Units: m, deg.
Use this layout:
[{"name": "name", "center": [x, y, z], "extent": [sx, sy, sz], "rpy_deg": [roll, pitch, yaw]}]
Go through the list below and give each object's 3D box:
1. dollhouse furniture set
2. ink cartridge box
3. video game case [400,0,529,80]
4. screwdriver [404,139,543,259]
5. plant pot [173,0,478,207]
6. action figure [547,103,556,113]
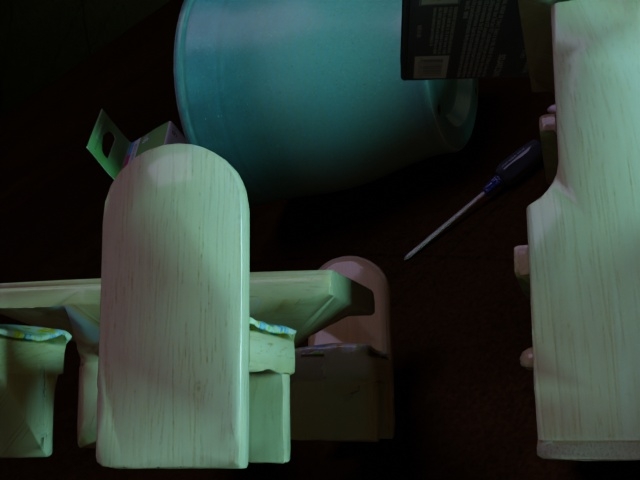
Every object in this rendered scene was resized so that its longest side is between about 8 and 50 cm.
[{"name": "dollhouse furniture set", "center": [0.000, 0.000, 0.588], "extent": [0.394, 0.362, 0.256], "rpy_deg": [-3, 80, 15]}, {"name": "ink cartridge box", "center": [-0.174, -0.067, 1.105], "extent": [0.062, 0.209, 0.109], "rpy_deg": [-29, 29, 16]}, {"name": "video game case", "center": [0.188, -0.143, 0.588], "extent": [0.274, 0.026, 0.196], "rpy_deg": [-2, -9, 4]}, {"name": "screwdriver", "center": [0.147, -0.034, 0.899], "extent": [0.170, 0.024, 0.025], "rpy_deg": [-44, 56, 0]}, {"name": "plant pot", "center": [0.025, -0.174, 1.019], "extent": [0.255, 0.272, 0.272], "rpy_deg": [-1, 42, 26]}, {"name": "action figure", "center": [0.333, -0.170, 0.768], "extent": [0.275, 0.248, 0.370], "rpy_deg": [32, 67, 32]}]
